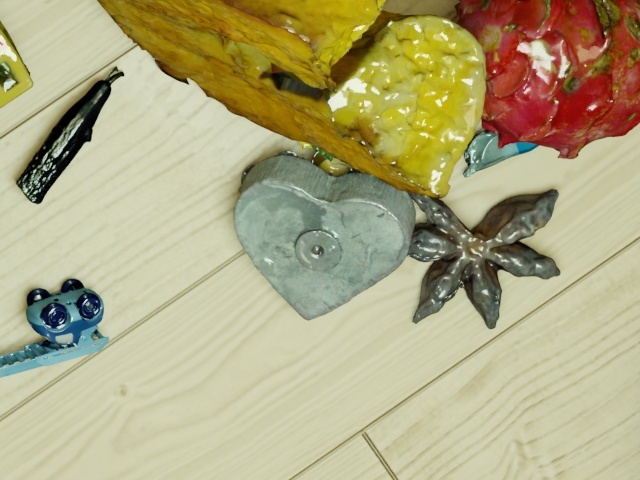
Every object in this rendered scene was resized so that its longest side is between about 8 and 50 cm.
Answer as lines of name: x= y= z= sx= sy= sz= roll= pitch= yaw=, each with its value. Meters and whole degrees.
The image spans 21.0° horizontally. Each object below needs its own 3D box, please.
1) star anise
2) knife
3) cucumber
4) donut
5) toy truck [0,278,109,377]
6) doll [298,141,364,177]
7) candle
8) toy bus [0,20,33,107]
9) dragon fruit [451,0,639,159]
star anise: x=0.168 y=0.020 z=1.881 sx=0.208 sy=0.063 sz=0.172 roll=7 pitch=105 yaw=-12
knife: x=0.284 y=-0.144 z=1.888 sx=0.296 sy=0.026 sz=0.044 roll=-23 pitch=108 yaw=-8
cucumber: x=-0.256 y=-0.110 z=1.783 sx=0.039 sy=0.043 sz=0.163 roll=38 pitch=95 yaw=3
donut: x=-0.038 y=-0.223 z=1.625 sx=0.377 sy=0.435 sz=0.163 roll=26 pitch=81 yaw=22
toy truck: x=-0.291 y=0.092 z=1.801 sx=0.136 sy=0.063 sz=0.074 roll=-14 pitch=117 yaw=-24
doll: x=0.038 y=-0.098 z=1.843 sx=0.113 sy=0.076 sz=0.078 roll=7 pitch=92 yaw=17
candle: x=0.000 y=0.000 z=1.820 sx=0.192 sy=0.068 sz=0.168 roll=11 pitch=123 yaw=7
toy bus: x=-0.450 y=-0.119 z=1.707 sx=0.335 sy=0.121 sz=0.123 roll=-34 pitch=117 yaw=-2
dragon fruit: x=0.257 y=-0.190 z=1.784 sx=0.268 sy=0.205 sz=0.210 roll=-14 pitch=105 yaw=-32
